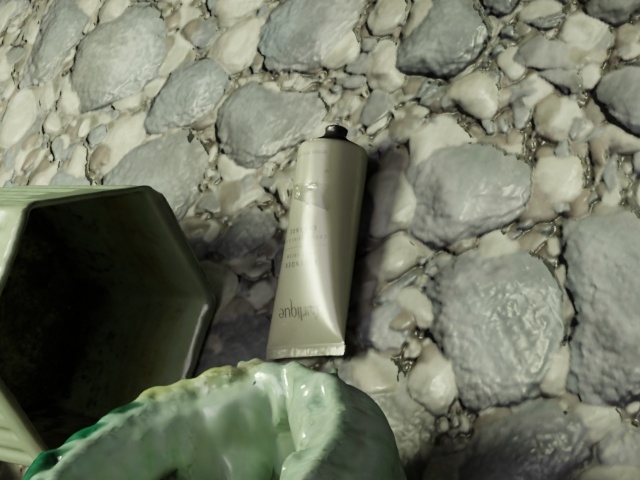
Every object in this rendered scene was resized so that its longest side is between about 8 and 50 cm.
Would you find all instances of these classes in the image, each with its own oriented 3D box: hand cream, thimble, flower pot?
[{"bbox_3d":[0.000,0.000,1.234,0.087,0.054,0.186,-8,67,45],"label":"hand cream"},{"bbox_3d":[-0.064,0.199,1.007,0.254,0.167,0.288,-7,21,23],"label":"thimble"},{"bbox_3d":[-0.230,0.064,1.289,0.189,0.239,0.209,2,100,43],"label":"flower pot"}]
